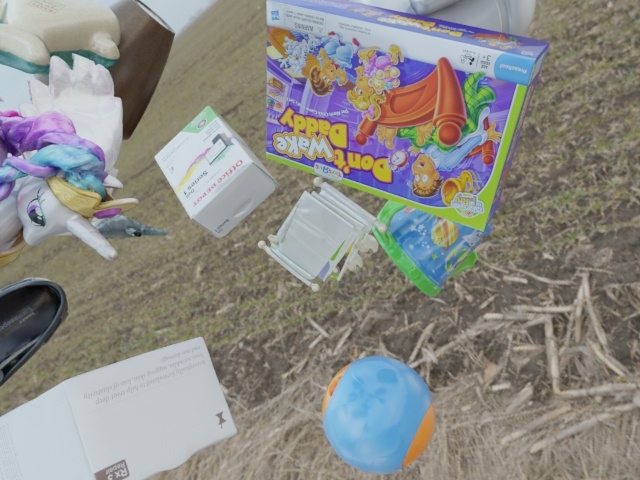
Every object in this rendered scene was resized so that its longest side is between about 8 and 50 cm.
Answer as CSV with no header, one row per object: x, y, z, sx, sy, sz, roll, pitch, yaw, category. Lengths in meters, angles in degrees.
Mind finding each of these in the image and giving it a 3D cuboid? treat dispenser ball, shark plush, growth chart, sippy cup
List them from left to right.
-0.357,-0.012,1.002,0.067,0.161,0.073,16,84,38,shark plush
0.000,0.000,0.982,0.237,0.172,0.021,-47,0,40,growth chart
0.147,0.442,1.396,0.288,0.288,0.288,-34,26,19,treat dispenser ball
0.281,-0.021,1.328,0.224,0.240,0.305,-42,-11,13,sippy cup

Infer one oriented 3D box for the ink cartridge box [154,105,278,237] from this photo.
-0.265,-0.174,1.359,0.201,0.117,0.278,-42,53,5,ink cartridge box

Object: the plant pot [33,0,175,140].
-0.401,-0.357,1.078,0.230,0.215,0.215,-47,24,11,plant pot

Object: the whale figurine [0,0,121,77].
-0.430,-0.306,0.861,0.272,0.216,0.141,-89,20,-56,whale figurine

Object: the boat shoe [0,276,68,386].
-0.707,0.244,1.067,0.156,0.186,0.500,-24,19,50,boat shoe

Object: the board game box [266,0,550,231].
0.091,-0.179,0.737,0.347,0.233,0.078,21,40,21,board game box

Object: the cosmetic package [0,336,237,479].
-0.332,0.287,0.802,0.385,0.156,0.217,-31,-12,35,cosmetic package

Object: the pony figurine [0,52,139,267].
-0.358,-0.082,0.566,0.364,0.303,0.350,-25,69,16,pony figurine

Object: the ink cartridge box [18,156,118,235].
-0.524,-0.094,1.107,0.218,0.092,0.158,-17,-54,-81,ink cartridge box

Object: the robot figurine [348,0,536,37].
0.184,-0.351,0.865,0.354,0.199,0.300,-27,5,1,robot figurine
